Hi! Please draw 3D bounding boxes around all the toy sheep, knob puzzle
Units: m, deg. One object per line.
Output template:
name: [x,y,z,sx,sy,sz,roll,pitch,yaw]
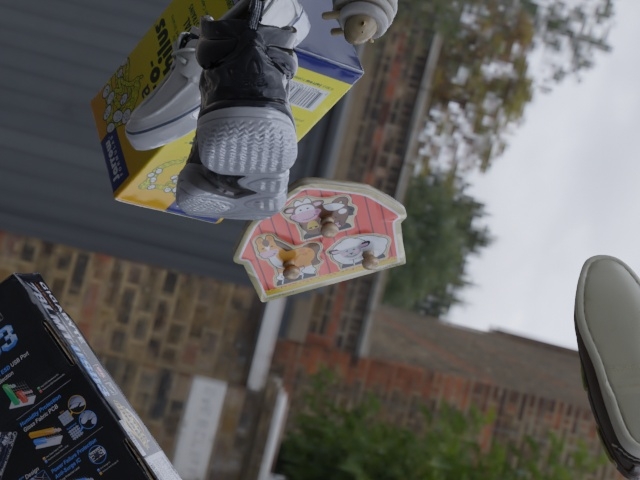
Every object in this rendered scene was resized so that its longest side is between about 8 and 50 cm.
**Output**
toy sheep: [0.054,-0.300,1.655,0.091,0.091,0.132,116,-13,-62]
knob puzzle: [0.000,0.000,1.406,0.213,0.213,0.030,112,-28,-50]

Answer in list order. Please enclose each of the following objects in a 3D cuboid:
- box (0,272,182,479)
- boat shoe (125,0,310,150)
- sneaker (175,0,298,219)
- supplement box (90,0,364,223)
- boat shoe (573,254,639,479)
box: [-0.308,0.231,1.244,0.295,0.293,0.073,-37,171,6]
boat shoe: [-0.132,-0.209,1.518,0.258,0.084,0.095,-42,-145,-13]
sneaker: [-0.071,-0.114,1.190,0.268,0.101,0.153,126,-32,-71]
supplement box: [-0.141,-0.216,1.870,0.356,0.195,0.194,-44,-130,33]
boat shoe: [0.410,0.170,1.816,0.097,0.116,0.324,100,-14,-52]
